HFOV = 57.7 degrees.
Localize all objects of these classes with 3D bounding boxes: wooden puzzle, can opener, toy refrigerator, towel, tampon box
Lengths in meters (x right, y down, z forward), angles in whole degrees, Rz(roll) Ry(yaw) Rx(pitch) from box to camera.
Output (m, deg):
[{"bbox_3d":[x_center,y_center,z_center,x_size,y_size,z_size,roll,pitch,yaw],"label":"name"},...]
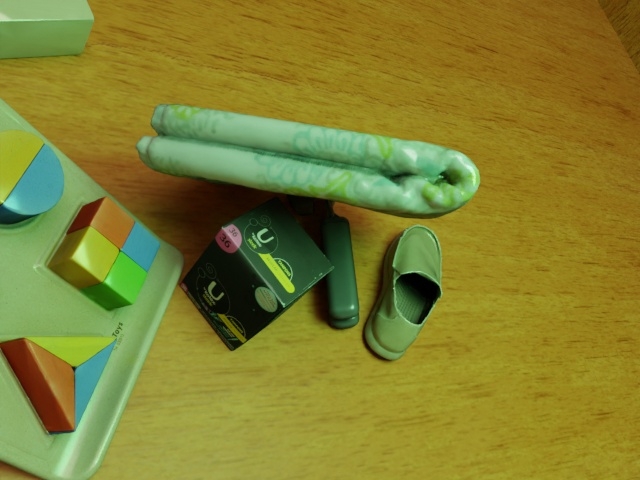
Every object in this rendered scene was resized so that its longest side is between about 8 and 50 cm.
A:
[{"bbox_3d":[-0.306,0.034,0.599,0.348,0.080,0.322,45,43,-33],"label":"wooden puzzle"},{"bbox_3d":[0.000,0.000,0.916,0.095,0.076,0.284,-6,61,0],"label":"can opener"},{"bbox_3d":[-0.462,-0.306,0.779,0.269,0.094,0.102,-21,81,-39],"label":"toy refrigerator"},{"bbox_3d":[-0.001,-0.089,0.750,0.374,0.090,0.320,10,6,9],"label":"towel"},{"bbox_3d":[-0.086,0.046,0.753,0.120,0.161,0.101,50,48,5],"label":"tampon box"}]

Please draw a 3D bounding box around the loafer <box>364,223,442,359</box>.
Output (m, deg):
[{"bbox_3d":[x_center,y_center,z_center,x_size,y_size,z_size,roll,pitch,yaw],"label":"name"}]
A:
[{"bbox_3d":[0.154,0.070,0.941,0.101,0.092,0.269,32,49,-12],"label":"loafer"}]
